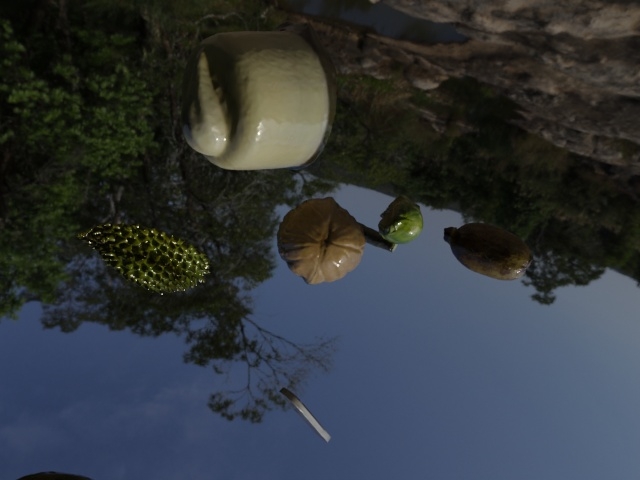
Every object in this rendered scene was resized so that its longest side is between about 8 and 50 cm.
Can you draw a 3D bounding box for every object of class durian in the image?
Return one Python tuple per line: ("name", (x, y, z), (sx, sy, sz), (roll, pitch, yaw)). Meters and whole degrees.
("durian", (-0.434, 0.042, 1.187), (0.169, 0.157, 0.355), (29, 174, 43))

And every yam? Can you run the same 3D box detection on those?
("yam", (0.145, -0.030, 1.555), (0.274, 0.061, 0.061), (26, -167, 26))

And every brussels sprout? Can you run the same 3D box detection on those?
("brussels sprout", (0.264, -0.056, 1.424), (0.122, 0.149, 0.151), (34, 179, -17))

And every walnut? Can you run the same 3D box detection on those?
("walnut", (0.000, 0.000, 1.118), (0.225, 0.224, 0.261), (17, -178, -8))

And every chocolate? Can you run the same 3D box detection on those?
("chocolate", (-0.162, -0.318, 0.984), (0.297, 0.314, 0.326), (-5, -115, -41))

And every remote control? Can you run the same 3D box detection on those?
("remote control", (-0.041, 0.490, 1.246), (0.077, 0.022, 0.245), (15, 144, 50))

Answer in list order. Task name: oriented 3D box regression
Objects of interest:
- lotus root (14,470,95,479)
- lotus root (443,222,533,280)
("lotus root", (-0.439, 0.543, 0.764), (0.250, 0.250, 0.346), (34, 160, 52))
("lotus root", (0.478, 0.024, 1.299), (0.260, 0.145, 0.128), (25, -157, 27))
